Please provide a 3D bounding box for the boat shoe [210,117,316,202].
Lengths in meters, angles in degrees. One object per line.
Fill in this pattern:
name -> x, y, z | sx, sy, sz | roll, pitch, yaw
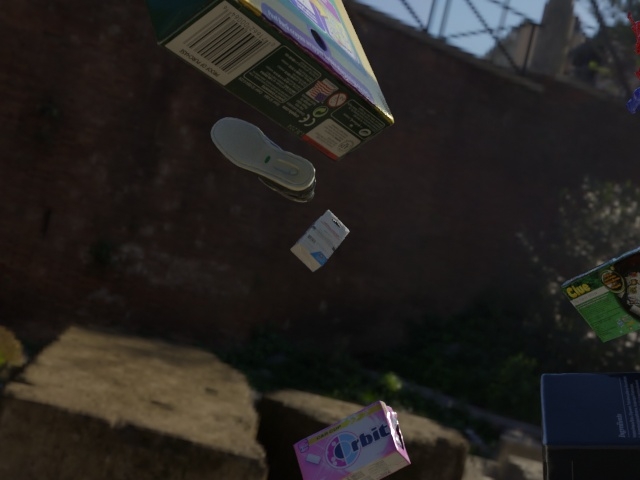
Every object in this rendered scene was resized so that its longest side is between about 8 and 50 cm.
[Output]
boat shoe -> -0.108, -0.146, 1.992 | 0.233, 0.084, 0.079 | 33, -16, 20

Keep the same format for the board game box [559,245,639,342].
board game box -> 0.547, 0.094, 1.918 | 0.136, 0.030, 0.259 | 50, -30, -2

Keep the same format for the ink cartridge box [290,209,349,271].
ink cartridge box -> 0.000, 0.000, 1.559 | 0.048, 0.083, 0.028 | 46, -40, -6

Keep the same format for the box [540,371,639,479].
box -> 0.557, 0.386, 1.726 | 0.395, 0.294, 0.212 | -2, 25, 11

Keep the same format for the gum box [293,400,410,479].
gum box -> 0.058, 0.369, 1.874 | 0.062, 0.188, 0.107 | 51, 15, -46

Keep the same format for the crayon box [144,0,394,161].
crayon box -> -0.084, -0.298, 1.280 | 0.106, 0.313, 0.363 | -32, -30, 19

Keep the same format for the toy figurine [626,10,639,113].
toy figurine -> 0.734, -0.321, 2.180 | 0.362, 0.191, 0.217 | -5, -31, -23
